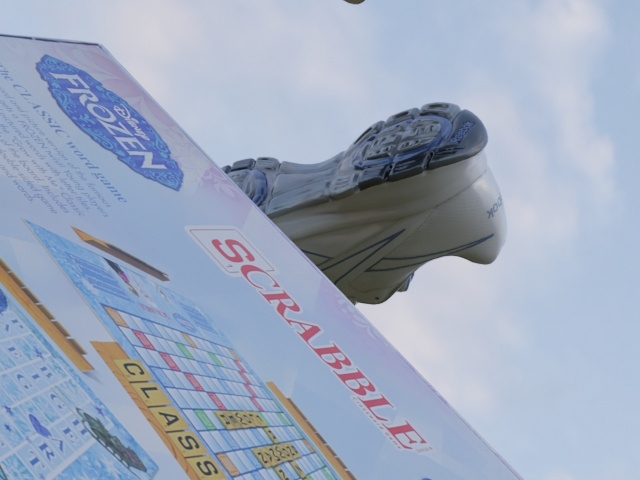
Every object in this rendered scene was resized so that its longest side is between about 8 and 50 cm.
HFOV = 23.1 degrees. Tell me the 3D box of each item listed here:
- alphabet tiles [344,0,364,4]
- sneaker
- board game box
[{"bbox_3d":[0.002,-0.301,1.086,0.284,0.021,0.278,37,-35,11],"label":"alphabet tiles"},{"bbox_3d":[0.000,0.000,1.171,0.297,0.111,0.129,-13,-57,25],"label":"sneaker"},{"bbox_3d":[-0.102,0.047,0.444,0.318,0.318,0.066,46,-62,28],"label":"board game box"}]
